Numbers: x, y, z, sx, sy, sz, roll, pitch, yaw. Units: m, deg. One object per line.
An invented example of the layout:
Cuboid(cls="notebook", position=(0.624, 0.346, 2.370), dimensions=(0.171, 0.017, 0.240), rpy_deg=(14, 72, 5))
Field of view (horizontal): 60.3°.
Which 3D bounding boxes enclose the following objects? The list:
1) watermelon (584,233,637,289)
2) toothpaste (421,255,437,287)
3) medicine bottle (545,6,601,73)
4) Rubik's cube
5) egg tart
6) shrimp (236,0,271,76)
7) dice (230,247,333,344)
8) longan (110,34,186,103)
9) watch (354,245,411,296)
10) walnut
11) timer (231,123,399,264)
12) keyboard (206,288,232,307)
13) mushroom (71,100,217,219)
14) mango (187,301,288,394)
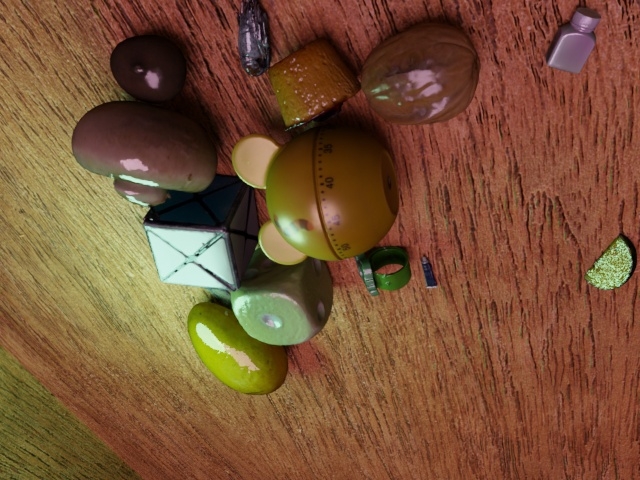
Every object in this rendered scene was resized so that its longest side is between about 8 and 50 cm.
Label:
Cuboid(cls="watermelon", position=(0.808, 0.080, 1.502), dimensions=(0.092, 0.075, 0.181), rpy_deg=(22, 135, 2))
Cuboid(cls="toothpaste", position=(0.332, 0.099, 1.701), dimensions=(0.037, 0.021, 0.139), rpy_deg=(-6, 131, 21))
Cuboid(cls="medicine bottle", position=(0.529, -0.417, 1.145), dimensions=(0.074, 0.055, 0.117), rpy_deg=(16, 135, 3))
Cuboid(cls="Rubik's cube", position=(-0.336, -0.032, 1.628), dimensions=(0.261, 0.259, 0.254), rpy_deg=(6, 134, 7))
Cuboid(cls="egg tart", position=(-0.020, -0.358, 1.278), dimensions=(0.215, 0.215, 0.170), rpy_deg=(-21, 108, 31))
Cuboid(cls="shrimp", position=(-0.152, -0.492, 1.274), dimensions=(0.090, 0.079, 0.232), rpy_deg=(38, 140, 37))
Cuboid(cls="dice", position=(-0.117, 0.164, 1.738), dimensions=(0.252, 0.249, 0.254), rpy_deg=(-7, 129, 22))
Cuboid(cls="longan", position=(-0.417, -0.420, 1.352), dimensions=(0.189, 0.189, 0.189), rpy_deg=(9, 133, 9))
Cuboid(cls="watch", position=(0.189, 0.072, 1.658), dimensions=(0.152, 0.165, 0.131), rpy_deg=(-19, 126, 1))
Cuboid(cls="walnut", position=(0.213, -0.354, 1.196), dimensions=(0.261, 0.224, 0.225), rpy_deg=(-13, 126, 33))
Cuboid(cls="timer", position=(-0.008, -0.117, 1.388), dimensions=(0.387, 0.376, 0.376), rpy_deg=(-8, 129, 18))
Cuboid(cls="keyboard", position=(-0.377, 0.181, 1.997), dimensions=(0.176, 0.014, 0.055), rpy_deg=(42, 126, -21))
Cuboid(cls="mushroom", position=(-0.452, -0.202, 1.423), dimensions=(0.363, 0.362, 0.294), rpy_deg=(16, 101, 2))
Cuboid(cls="mango", position=(-0.313, 0.396, 2.036), dimensions=(0.302, 0.220, 0.445), rpy_deg=(-27, 116, 37))
